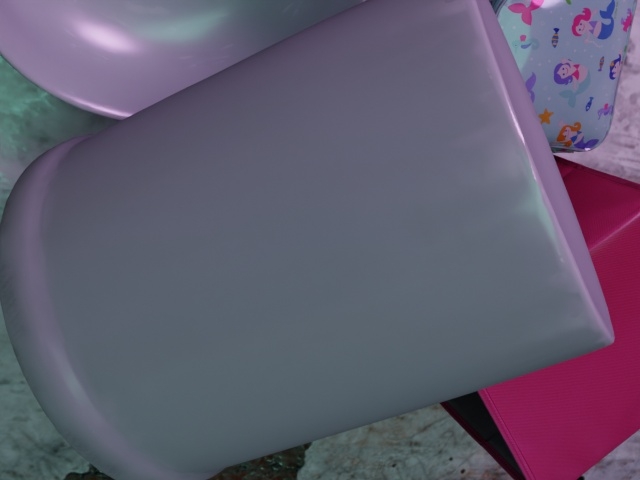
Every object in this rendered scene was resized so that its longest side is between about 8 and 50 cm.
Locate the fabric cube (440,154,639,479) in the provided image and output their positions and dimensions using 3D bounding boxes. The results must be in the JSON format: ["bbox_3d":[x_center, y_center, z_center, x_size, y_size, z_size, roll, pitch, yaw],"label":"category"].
[{"bbox_3d":[0.237,0.080,0.863,0.258,0.259,0.254,-36,116,-7],"label":"fabric cube"}]

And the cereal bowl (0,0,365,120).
[{"bbox_3d":[-0.126,-0.266,0.634,0.338,0.141,0.339,-13,144,-9],"label":"cereal bowl"}]

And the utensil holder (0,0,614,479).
[{"bbox_3d":[0.000,0.000,0.627,0.385,0.328,0.328,-21,118,20],"label":"utensil holder"}]

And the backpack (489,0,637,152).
[{"bbox_3d":[0.185,-0.197,0.790,0.253,0.191,0.225,1,110,-15],"label":"backpack"}]
